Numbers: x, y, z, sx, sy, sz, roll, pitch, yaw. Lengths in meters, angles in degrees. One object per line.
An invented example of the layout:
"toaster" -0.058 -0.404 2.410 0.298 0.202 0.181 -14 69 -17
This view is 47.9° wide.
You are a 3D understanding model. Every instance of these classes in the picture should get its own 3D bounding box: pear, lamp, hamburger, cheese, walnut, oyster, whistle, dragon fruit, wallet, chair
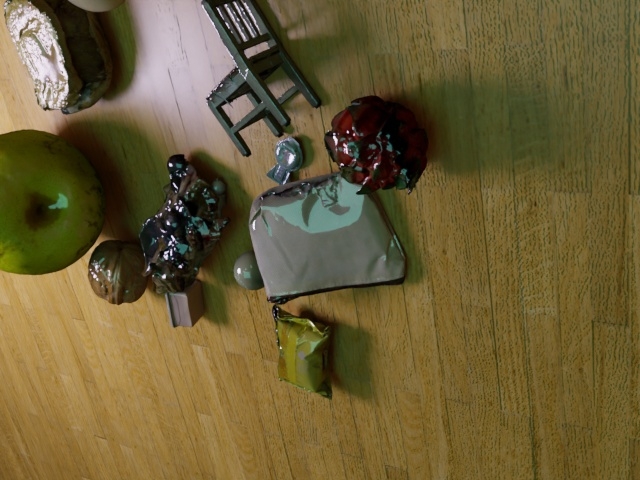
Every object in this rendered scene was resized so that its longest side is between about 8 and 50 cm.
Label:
"pear" -0.730 -0.097 1.782 0.390 0.391 0.391 17 125 26
"lamp" -0.113 0.065 1.622 0.163 0.091 0.091 -4 115 20
"hamburger" -0.569 -0.432 1.604 0.211 0.132 0.309 6 120 32
"cheese" -0.071 -0.163 1.485 0.067 0.026 0.121 37 132 12
"walnut" -0.526 0.088 1.874 0.155 0.155 0.184 27 131 19
"oyster" -0.351 -0.023 1.683 0.361 0.096 0.221 -52 58 37
"whistle" -0.232 -0.097 1.633 0.035 0.035 0.100 19 127 25
"dragon fruit" 0.096 -0.168 1.273 0.188 0.182 0.182 4 120 12
"wallet" 0.000 0.003 1.484 0.335 0.068 0.275 -10 113 21
"chair" -0.145 -0.318 1.371 0.147 0.136 0.270 -30 99 41

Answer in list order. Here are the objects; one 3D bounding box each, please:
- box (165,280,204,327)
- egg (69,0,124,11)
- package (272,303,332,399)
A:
"box" -0.342 0.158 1.830 0.062 0.089 0.122 9 122 19
"egg" -0.454 -0.571 1.403 0.185 0.186 0.242 0 115 35
"package" -0.042 0.262 1.677 0.168 0.090 0.226 19 123 29
